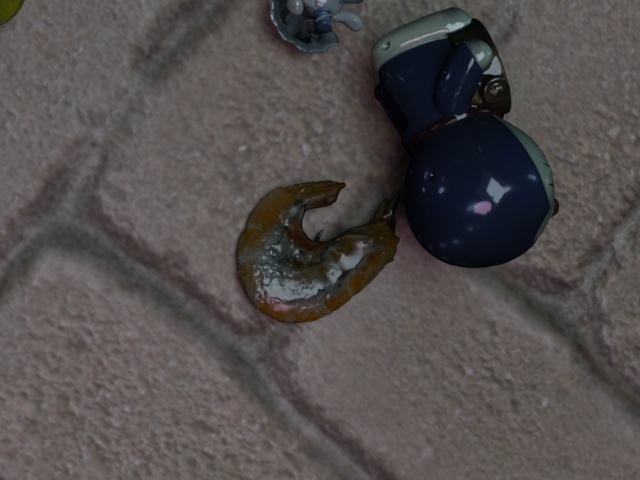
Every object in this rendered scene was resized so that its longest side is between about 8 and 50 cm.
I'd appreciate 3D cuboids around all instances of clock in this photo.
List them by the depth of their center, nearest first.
[{"bbox_3d":[0.139,-0.089,1.445,0.146,0.199,0.243,-17,72,-6],"label":"clock"}]

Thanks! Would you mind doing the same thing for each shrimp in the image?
[{"bbox_3d":[0.002,0.000,1.448,0.187,0.051,0.132,-32,99,-21],"label":"shrimp"}]

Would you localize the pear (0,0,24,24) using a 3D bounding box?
[{"bbox_3d":[-0.304,-0.239,1.310,0.092,0.092,0.097,20,78,-22],"label":"pear"}]

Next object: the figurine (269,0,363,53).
[{"bbox_3d":[0.000,-0.231,1.450,0.094,0.082,0.086,32,52,-19],"label":"figurine"}]
